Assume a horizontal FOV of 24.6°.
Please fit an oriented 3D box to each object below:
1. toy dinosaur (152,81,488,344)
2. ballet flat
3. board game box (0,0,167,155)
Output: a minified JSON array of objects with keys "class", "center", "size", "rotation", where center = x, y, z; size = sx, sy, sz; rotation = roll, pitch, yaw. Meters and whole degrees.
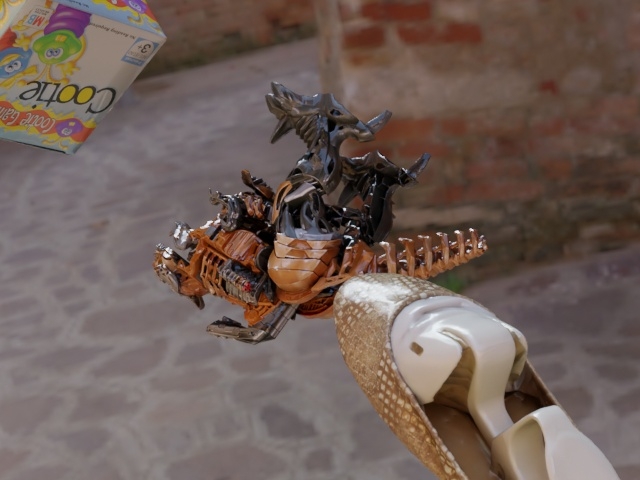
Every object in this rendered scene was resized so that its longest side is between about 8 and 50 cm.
[{"class":"toy dinosaur","center":[0.000,0.000,1.316],"size":[0.322,0.164,0.218],"rotation":[12,67,17]},{"class":"ballet flat","center":[0.073,0.072,0.566],"size":[0.073,0.067,0.206],"rotation":[-20,55,-26]},{"class":"board game box","center":[-0.267,-0.226,1.213],"size":[0.144,0.275,0.142],"rotation":[11,-49,-49]}]
